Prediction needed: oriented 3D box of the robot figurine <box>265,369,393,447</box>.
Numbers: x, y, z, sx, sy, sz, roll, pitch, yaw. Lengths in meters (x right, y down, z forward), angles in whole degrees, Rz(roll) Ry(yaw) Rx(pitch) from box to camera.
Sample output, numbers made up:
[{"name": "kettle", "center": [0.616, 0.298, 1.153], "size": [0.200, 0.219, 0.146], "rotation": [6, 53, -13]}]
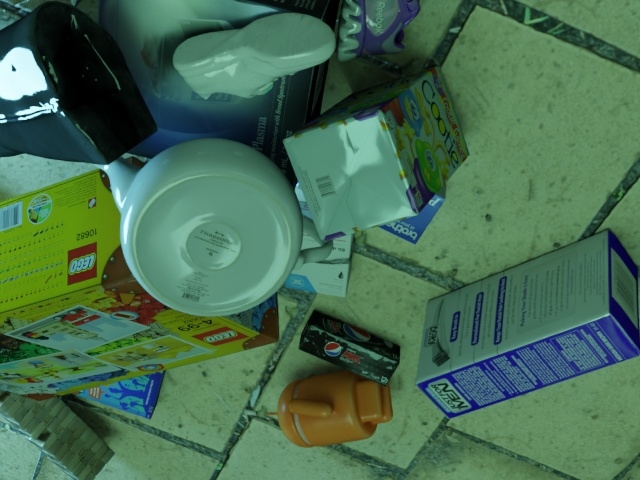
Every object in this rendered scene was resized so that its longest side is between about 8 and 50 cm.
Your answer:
[{"name": "robot figurine", "center": [0.016, 0.298, 2.080], "size": [0.219, 0.158, 0.128], "rotation": [-14, 110, 25]}]

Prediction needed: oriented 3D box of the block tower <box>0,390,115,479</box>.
[{"name": "block tower", "center": [-0.537, 0.342, 2.261], "size": [0.097, 0.091, 0.335], "rotation": [10, 145, 53]}]

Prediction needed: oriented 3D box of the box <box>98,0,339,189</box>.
[{"name": "box", "center": [-0.141, -0.253, 1.599], "size": [0.294, 0.183, 0.296], "rotation": [14, 132, 4]}]

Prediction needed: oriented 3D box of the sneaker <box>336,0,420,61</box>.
[{"name": "sneaker", "center": [0.084, -0.333, 1.537], "size": [0.104, 0.095, 0.236], "rotation": [8, 137, -1]}]

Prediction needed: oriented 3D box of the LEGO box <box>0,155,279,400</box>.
[{"name": "LEGO box", "center": [-0.375, 0.081, 1.846], "size": [0.500, 0.193, 0.372], "rotation": [-16, 154, 26]}]

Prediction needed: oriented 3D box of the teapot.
[{"name": "teapot", "center": [-0.140, -0.035, 1.557], "size": [0.252, 0.187, 0.256], "rotation": [-23, 118, 5]}]

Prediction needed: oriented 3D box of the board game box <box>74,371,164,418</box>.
[{"name": "board game box", "center": [-0.396, 0.239, 2.185], "size": [0.210, 0.047, 0.160], "rotation": [19, 133, -1]}]

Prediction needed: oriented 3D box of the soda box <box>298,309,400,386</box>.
[{"name": "soda box", "center": [0.051, 0.184, 2.014], "size": [0.169, 0.053, 0.060], "rotation": [24, 117, -8]}]

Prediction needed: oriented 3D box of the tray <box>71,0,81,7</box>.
[{"name": "tray", "center": [-0.273, -0.441, 1.504], "size": [0.030, 0.145, 0.270], "rotation": [6, 139, -29]}]

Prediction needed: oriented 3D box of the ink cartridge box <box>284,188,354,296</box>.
[{"name": "ink cartridge box", "center": [0.000, 0.000, 1.865], "size": [0.104, 0.060, 0.180], "rotation": [9, 132, 6]}]

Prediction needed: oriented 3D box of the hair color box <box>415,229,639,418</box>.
[{"name": "hair color box", "center": [0.320, 0.134, 1.820], "size": [0.338, 0.185, 0.110], "rotation": [-23, 123, 30]}]

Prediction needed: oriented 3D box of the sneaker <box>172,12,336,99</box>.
[{"name": "sneaker", "center": [-0.071, -0.217, 1.451], "size": [0.212, 0.080, 0.094], "rotation": [-4, 140, 24]}]

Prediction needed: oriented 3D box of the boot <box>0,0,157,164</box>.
[{"name": "boot", "center": [-0.442, -0.251, 1.546], "size": [0.367, 0.146, 0.445], "rotation": [47, 161, -27]}]

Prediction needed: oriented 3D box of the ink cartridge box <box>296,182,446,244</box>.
[{"name": "ink cartridge box", "center": [0.076, -0.082, 1.775], "size": [0.207, 0.046, 0.097], "rotation": [26, 122, -9]}]

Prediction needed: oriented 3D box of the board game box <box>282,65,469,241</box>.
[{"name": "board game box", "center": [0.084, -0.123, 1.570], "size": [0.142, 0.275, 0.144], "rotation": [-16, 103, 25]}]
